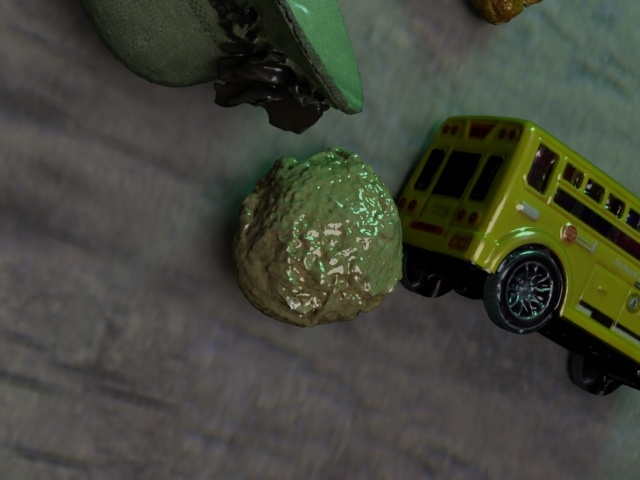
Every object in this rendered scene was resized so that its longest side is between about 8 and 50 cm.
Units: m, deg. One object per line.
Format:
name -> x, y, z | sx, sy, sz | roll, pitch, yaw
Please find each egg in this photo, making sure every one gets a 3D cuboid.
egg -> 0.000, 0.000, 0.689 | 0.118, 0.116, 0.140 | 58, 46, -19

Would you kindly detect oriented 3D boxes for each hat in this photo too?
hat -> -0.078, -0.169, 0.593 | 0.130, 0.257, 0.257 | -22, 113, 12

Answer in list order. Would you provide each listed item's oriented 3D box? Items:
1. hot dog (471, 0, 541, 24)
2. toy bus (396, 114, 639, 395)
hot dog -> 0.121, -0.246, 0.747 | 0.071, 0.045, 0.165 | -36, 114, -16
toy bus -> 0.218, 0.033, 0.795 | 0.331, 0.145, 0.151 | 29, 84, -29
